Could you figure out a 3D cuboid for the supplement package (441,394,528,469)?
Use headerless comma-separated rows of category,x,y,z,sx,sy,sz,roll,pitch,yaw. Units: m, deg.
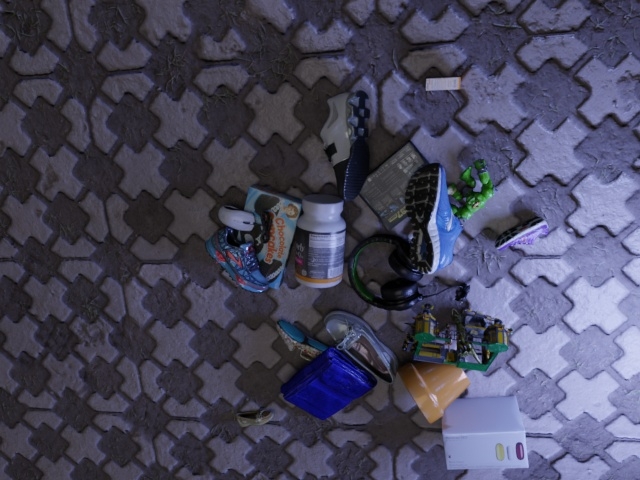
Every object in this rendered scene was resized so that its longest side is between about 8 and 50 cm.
supplement package,0.548,0.649,1.816,0.261,0.204,0.145,-8,106,13

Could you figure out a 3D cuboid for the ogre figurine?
ogre figurine,0.456,-0.145,1.641,0.197,0.097,0.118,-43,78,5

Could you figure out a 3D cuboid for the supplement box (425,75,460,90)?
supplement box,0.358,-0.461,1.570,0.098,0.062,0.036,1,109,11

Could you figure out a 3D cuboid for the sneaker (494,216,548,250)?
sneaker,0.628,-0.006,1.665,0.169,0.068,0.071,-27,107,17

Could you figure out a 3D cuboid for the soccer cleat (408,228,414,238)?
soccer cleat,0.318,-0.030,1.730,0.083,0.036,0.029,-34,99,18

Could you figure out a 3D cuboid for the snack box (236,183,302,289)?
snack box,-0.184,-0.010,1.817,0.187,0.060,0.322,18,110,5

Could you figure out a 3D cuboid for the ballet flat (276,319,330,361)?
ballet flat,-0.066,0.375,1.903,0.240,0.091,0.077,31,106,2

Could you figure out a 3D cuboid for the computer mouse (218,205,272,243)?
computer mouse,-0.255,-0.061,1.762,0.192,0.042,0.106,14,110,10

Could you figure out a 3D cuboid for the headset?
headset,0.287,0.117,1.754,0.393,0.185,0.244,19,111,20

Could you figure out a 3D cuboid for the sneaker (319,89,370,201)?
sneaker,0.066,-0.286,1.647,0.146,0.122,0.331,6,93,35

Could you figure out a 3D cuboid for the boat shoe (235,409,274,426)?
boat shoe,-0.253,0.677,2.056,0.152,0.056,0.048,-16,109,22

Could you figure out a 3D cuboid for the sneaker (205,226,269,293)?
sneaker,-0.258,0.063,1.769,0.262,0.104,0.125,43,109,-2

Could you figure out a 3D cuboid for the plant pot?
plant pot,0.393,0.478,1.807,0.187,0.205,0.205,-33,100,2

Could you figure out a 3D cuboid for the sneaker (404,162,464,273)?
sneaker,0.349,-0.070,1.622,0.129,0.147,0.330,10,103,52

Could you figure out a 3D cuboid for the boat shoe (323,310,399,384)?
boat shoe,0.142,0.369,1.855,0.320,0.103,0.118,44,110,-5

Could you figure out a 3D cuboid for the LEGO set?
LEGO set,0.430,0.272,1.702,0.331,0.192,0.255,3,143,11

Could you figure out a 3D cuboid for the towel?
towel,0.022,0.524,1.896,0.227,0.076,0.308,37,125,-13

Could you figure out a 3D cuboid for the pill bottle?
pill bottle,0.000,0.000,1.733,0.162,0.162,0.279,6,108,9

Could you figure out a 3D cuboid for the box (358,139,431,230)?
box,0.248,-0.172,1.685,0.232,0.059,0.183,-40,97,19
